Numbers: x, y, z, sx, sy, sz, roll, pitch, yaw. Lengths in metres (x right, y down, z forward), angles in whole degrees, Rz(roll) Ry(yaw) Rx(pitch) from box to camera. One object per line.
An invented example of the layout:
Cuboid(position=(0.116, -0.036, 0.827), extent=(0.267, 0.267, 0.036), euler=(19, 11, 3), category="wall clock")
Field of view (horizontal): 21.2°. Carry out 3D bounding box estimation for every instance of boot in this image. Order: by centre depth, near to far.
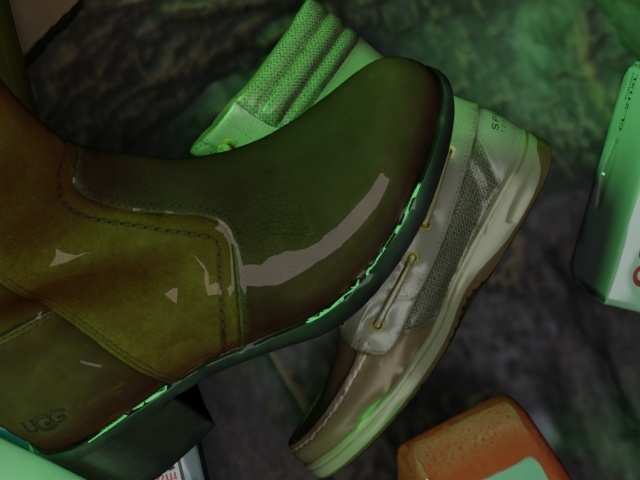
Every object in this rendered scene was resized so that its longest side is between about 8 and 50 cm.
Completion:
Cuboid(position=(-0.107, -0.046, 0.743), extent=(0.264, 0.096, 0.280), euler=(-41, 124, 12), category="boot")
Cuboid(position=(0.000, 0.000, 0.885), extent=(0.165, 0.077, 0.213), euler=(32, 91, -10), category="boot")

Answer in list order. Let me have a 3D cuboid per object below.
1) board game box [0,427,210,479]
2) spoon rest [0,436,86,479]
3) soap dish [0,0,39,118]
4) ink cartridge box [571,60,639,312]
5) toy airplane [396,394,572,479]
Cuboid(position=(-0.161, 0.250, 0.913), extent=(0.254, 0.079, 0.336), euler=(-12, 100, -2), category="board game box")
Cuboid(position=(-0.167, 0.139, 0.821), extent=(0.137, 0.084, 0.276), euler=(-37, 114, 8), category="spoon rest")
Cuboid(position=(-0.281, -0.085, 0.787), extent=(0.291, 0.118, 0.228), euler=(-15, 96, -18), category="soap dish")
Cuboid(position=(0.237, -0.012, 0.905), extent=(0.175, 0.072, 0.127), euler=(13, 99, -7), category="ink cartridge box")
Cuboid(position=(0.147, 0.312, 0.849), extent=(0.384, 0.272, 0.386), euler=(25, 90, -19), category="toy airplane")
